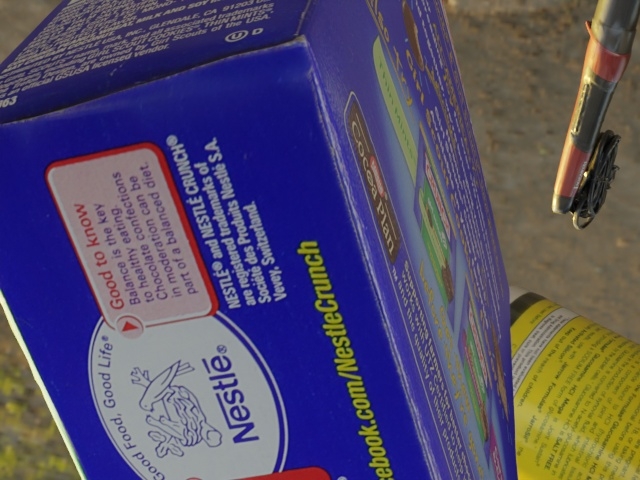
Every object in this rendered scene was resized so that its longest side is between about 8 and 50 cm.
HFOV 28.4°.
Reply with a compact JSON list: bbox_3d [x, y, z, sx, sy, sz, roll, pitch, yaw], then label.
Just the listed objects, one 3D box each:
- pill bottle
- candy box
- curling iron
[{"bbox_3d":[0.267,0.188,1.110,0.334,0.188,0.188,27,166,27],"label":"pill bottle"},{"bbox_3d":[0.000,0.000,0.512,0.122,0.317,0.268,-11,116,14],"label":"candy box"},{"bbox_3d":[0.197,-0.134,0.857,0.035,0.068,0.274,18,122,22],"label":"curling iron"}]
